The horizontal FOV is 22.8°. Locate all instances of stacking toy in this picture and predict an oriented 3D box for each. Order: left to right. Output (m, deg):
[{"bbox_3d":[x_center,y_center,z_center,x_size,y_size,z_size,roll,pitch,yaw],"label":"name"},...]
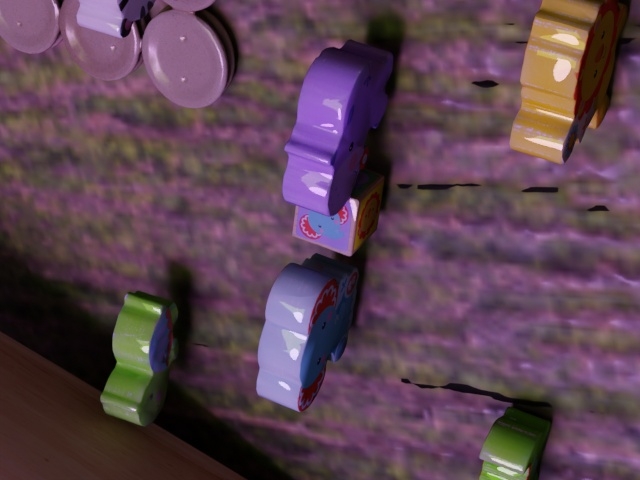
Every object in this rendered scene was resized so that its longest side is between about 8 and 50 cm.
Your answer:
[{"bbox_3d":[0.000,0.000,0.527,0.167,0.052,0.221,18,123,20],"label":"stacking toy"}]

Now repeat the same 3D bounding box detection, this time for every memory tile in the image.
[{"bbox_3d":[-0.076,-0.125,0.549,0.113,0.012,0.148,19,124,26],"label":"memory tile"}]

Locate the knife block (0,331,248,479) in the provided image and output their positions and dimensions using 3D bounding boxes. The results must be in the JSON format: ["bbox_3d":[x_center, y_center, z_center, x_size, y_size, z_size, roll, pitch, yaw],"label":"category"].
[{"bbox_3d":[-0.057,0.131,0.599,0.242,0.088,0.276,-10,114,24],"label":"knife block"}]
